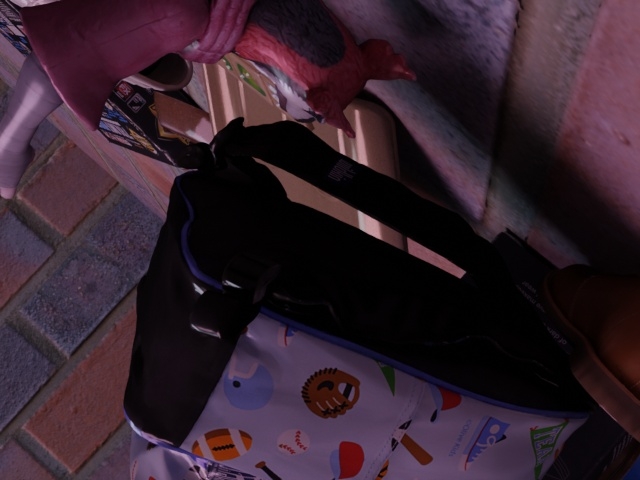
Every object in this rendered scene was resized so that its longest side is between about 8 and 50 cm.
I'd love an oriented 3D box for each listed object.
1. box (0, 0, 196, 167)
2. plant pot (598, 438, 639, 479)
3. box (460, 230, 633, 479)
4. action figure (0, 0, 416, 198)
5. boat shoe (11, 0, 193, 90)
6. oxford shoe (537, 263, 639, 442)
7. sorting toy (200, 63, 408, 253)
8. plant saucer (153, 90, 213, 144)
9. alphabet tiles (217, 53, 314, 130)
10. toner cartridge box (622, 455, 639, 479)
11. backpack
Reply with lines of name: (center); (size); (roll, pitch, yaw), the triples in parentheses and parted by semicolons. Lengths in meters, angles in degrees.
box: (-0.280, -0.216, 1.718); (0.293, 0.073, 0.295); (44, 172, -22)
plant pot: (0.146, 0.130, 1.219); (0.165, 0.167, 0.167); (52, 171, -8)
box: (0.138, 0.108, 1.072); (0.156, 0.158, 0.093); (40, 173, 17)
action figure: (-0.102, -0.178, 0.836); (0.370, 0.248, 0.276); (27, 126, 18)
boat shoe: (-0.201, -0.207, 1.277); (0.088, 0.096, 0.267); (30, 168, 41)
oxford shoe: (0.181, 0.048, 0.888); (0.076, 0.076, 0.212); (42, -171, -12)
sorting toy: (0.000, 0.000, 1.183); (0.229, 0.041, 0.307); (32, 138, 49)
plant saucer: (-0.079, -0.087, 1.380); (0.168, 0.029, 0.168); (24, -179, 0)
alphabet tiles: (-0.099, -0.191, 1.036); (0.198, 0.009, 0.237); (39, 166, 34)
toner cartridge box: (0.287, 0.238, 1.382); (0.348, 0.075, 0.165); (39, 171, 20)
backpack: (0.017, 0.083, 0.905); (0.263, 0.213, 0.276); (16, -159, -11)
